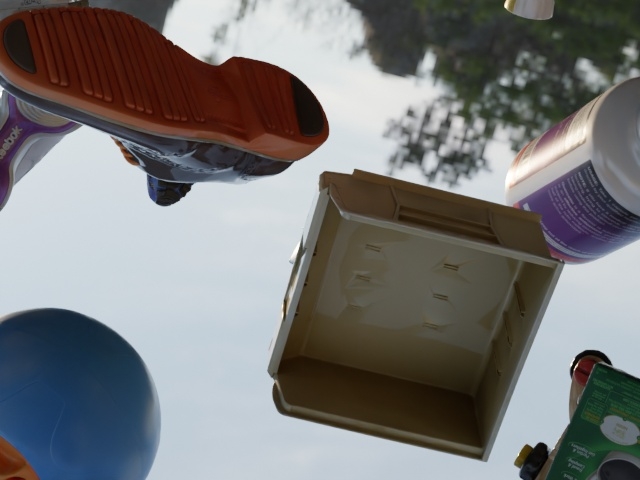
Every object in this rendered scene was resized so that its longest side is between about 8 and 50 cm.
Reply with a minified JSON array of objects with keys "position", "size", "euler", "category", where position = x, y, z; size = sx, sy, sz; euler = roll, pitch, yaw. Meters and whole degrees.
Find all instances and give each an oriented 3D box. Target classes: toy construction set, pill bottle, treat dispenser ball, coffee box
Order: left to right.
[{"position":[-0.343,0.227,1.782],"size":[0.288,0.288,0.288],"euler":[14,-164,-4],"category":"treat dispenser ball"},{"position":[0.304,0.230,1.490],"size":[0.113,0.184,0.040],"euler":[22,-176,18],"category":"coffee box"},{"position":[0.383,0.311,1.845],"size":[0.257,0.237,0.309],"euler":[36,-173,-8],"category":"toy construction set"},{"position":[0.373,-0.090,1.775],"size":[0.182,0.181,0.323],"euler":[10,162,-18],"category":"pill bottle"}]

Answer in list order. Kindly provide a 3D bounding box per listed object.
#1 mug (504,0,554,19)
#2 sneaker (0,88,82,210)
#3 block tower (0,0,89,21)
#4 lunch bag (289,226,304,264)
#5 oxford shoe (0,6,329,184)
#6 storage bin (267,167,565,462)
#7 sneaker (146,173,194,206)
[{"position":[0.264,-0.322,1.816],"size":[0.078,0.064,0.062],"euler":[8,-150,-5],"category":"mug"},{"position":[-0.400,-0.156,1.885],"size":[0.114,0.305,0.152],"euler":[45,179,-21],"category":"sneaker"},{"position":[-0.327,-0.353,1.628],"size":[0.097,0.335,0.091],"euler":[-5,-167,7],"category":"block tower"},{"position":[0.000,0.000,1.830],"size":[0.053,0.083,0.071],"euler":[32,172,-7],"category":"lunch bag"},{"position":[-0.159,-0.111,1.319],"size":[0.364,0.133,0.130],"euler":[14,-131,-42],"category":"oxford shoe"},{"position":[0.095,0.079,1.578],"size":[0.260,0.262,0.123],"euler":[13,-153,-7],"category":"storage bin"},{"position":[-0.223,-0.141,2.000],"size":[0.087,0.221,0.083],"euler":[-24,144,32],"category":"sneaker"}]
